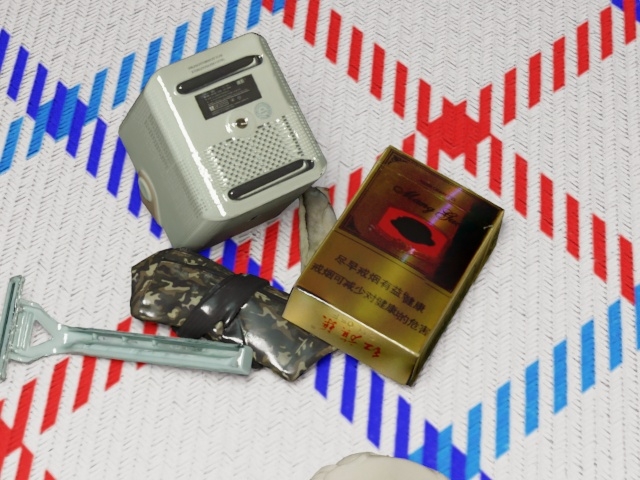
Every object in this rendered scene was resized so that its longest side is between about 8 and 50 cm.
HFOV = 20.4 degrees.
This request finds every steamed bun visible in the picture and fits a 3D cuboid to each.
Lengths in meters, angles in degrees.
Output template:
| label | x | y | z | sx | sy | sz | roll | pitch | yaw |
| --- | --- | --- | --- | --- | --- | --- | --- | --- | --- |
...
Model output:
| label | x | y | z | sx | sy | sz | roll | pitch | yaw |
| --- | --- | --- | --- | --- | --- | --- | --- | --- | --- |
| steamed bun | 0.058 | 0.289 | 1.683 | 0.182 | 0.106 | 0.183 | 3 | 43 | -3 |

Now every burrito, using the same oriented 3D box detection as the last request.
| label | x | y | z | sx | sy | sz | roll | pitch | yaw |
| --- | --- | --- | --- | --- | --- | --- | --- | --- | --- |
| burrito | -0.001 | 0.001 | 1.976 | 0.051 | 0.042 | 0.171 | 18 | 50 | -27 |

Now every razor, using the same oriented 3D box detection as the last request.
| label | x | y | z | sx | sy | sz | roll | pitch | yaw |
| --- | --- | --- | --- | --- | --- | --- | --- | --- | --- |
| razor | -0.207 | 0.110 | 1.875 | 0.277 | 0.056 | 0.111 | 7 | 77 | 11 |

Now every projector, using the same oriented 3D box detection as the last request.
| label | x | y | z | sx | sy | sz | roll | pitch | yaw |
| --- | --- | --- | --- | --- | --- | --- | --- | --- | --- |
| projector | -0.113 | -0.098 | 1.935 | 0.163 | 0.242 | 0.177 | -24 | 85 | -17 |

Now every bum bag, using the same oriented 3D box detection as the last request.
| label | x | y | z | sx | sy | sz | roll | pitch | yaw |
| --- | --- | --- | --- | --- | --- | --- | --- | --- | --- |
| bum bag | -0.092 | 0.077 | 1.899 | 0.248 | 0.069 | 0.102 | 18 | 37 | 14 |

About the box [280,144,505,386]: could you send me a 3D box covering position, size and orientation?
| label | x | y | z | sx | sy | sz | roll | pitch | yaw |
| --- | --- | --- | --- | --- | --- | --- | --- | --- | --- |
| box | 0.083 | 0.024 | 1.908 | 0.159 | 0.071 | 0.240 | 29 | 51 | 8 |
